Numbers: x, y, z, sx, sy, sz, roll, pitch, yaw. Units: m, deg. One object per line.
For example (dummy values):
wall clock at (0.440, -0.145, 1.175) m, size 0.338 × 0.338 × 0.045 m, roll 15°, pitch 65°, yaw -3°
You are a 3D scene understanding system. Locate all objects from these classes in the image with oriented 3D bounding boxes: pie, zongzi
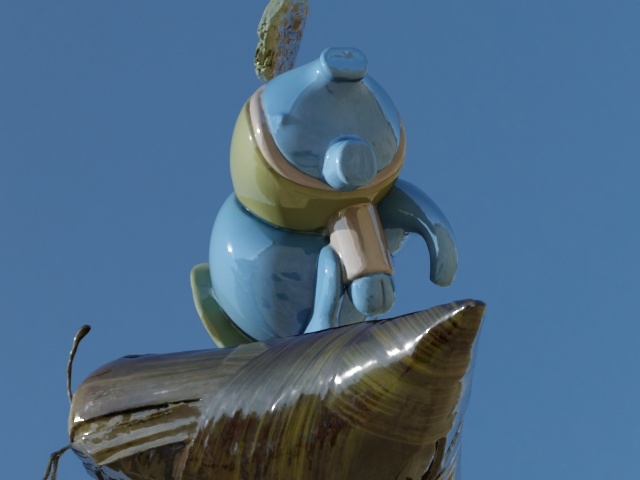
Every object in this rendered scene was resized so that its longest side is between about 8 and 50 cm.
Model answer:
pie at (-0.031, -0.168, 1.468) m, size 0.084 × 0.020 × 0.084 m, roll 19°, pitch -90°, yaw -73°
zongzi at (-0.027, 0.059, 0.744) m, size 0.187 × 0.084 × 0.184 m, roll 13°, pitch -38°, yaw 8°

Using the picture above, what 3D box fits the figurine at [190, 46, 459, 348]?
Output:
figurine at (-0.004, -0.001, 1.242) m, size 0.154 × 0.180 × 0.262 m, roll -28°, pitch -21°, yaw -33°
